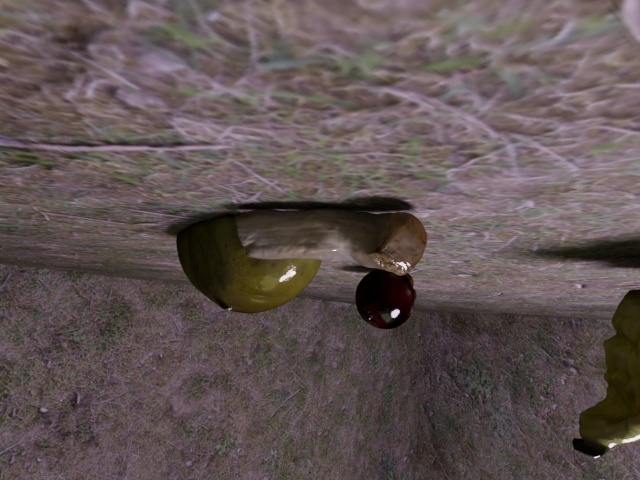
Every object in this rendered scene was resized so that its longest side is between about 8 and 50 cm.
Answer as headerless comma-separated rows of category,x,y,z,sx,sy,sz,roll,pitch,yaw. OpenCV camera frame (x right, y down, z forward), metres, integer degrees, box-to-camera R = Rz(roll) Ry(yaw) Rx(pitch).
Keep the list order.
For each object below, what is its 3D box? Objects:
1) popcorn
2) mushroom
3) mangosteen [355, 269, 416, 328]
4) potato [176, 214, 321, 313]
popcorn,0.469,0.136,0.497,0.292,0.237,0.293,4,165,1
mushroom,0.000,-0.004,0.431,0.202,0.059,0.054,5,-174,20
mangosteen,0.139,0.111,0.889,0.140,0.140,0.140,4,170,1
potato,-0.099,0.042,0.594,0.160,0.111,0.271,14,166,-34
